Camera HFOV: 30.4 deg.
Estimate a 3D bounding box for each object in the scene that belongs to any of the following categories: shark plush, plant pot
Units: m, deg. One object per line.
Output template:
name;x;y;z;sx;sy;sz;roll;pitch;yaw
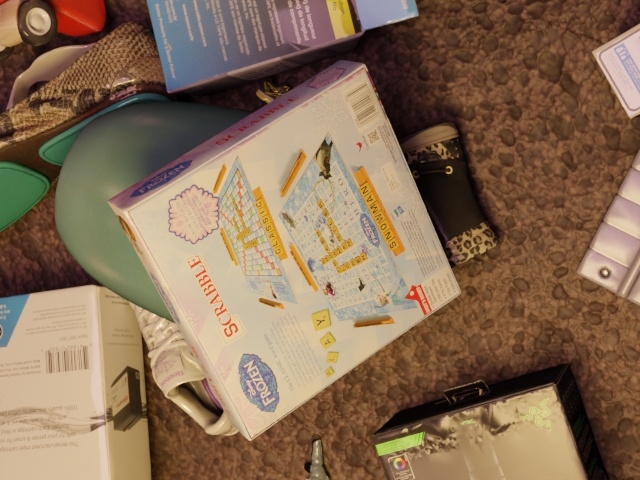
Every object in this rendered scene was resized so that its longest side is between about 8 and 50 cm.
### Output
shark plush;0.012;0.356;1.615;0.067;0.073;0.161;-13;70;1
plant pot;-0.190;-0.046;1.493;0.235;0.293;0.293;17;102;16

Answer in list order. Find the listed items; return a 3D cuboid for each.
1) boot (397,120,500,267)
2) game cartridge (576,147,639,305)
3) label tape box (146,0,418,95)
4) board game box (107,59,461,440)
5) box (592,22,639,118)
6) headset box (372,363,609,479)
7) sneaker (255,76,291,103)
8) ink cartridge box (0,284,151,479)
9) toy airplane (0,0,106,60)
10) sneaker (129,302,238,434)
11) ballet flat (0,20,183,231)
boot;0.095;-0.029;1.483;0.236;0.085;0.178;-24;90;-2
game cartridge;0.511;0.019;1.382;0.355;0.068;0.230;28;109;14
label tape box;-0.053;-0.349;1.506;0.348;0.115;0.249;-14;88;18
board game box;-0.029;0.010;1.339;0.318;0.066;0.318;-33;115;-17
box;0.459;-0.246;1.310;0.290;0.169;0.087;-31;86;19
headset box;0.229;0.310;1.475;0.246;0.131;0.283;-18;89;20
sneaker;-0.047;-0.190;1.566;0.083;0.031;0.035;30;104;14
ink cartridge box;-0.367;0.229;1.647;0.223;0.129;0.307;-8;81;19
toy airplane;-0.461;-0.451;1.529;0.386;0.384;0.272;21;64;9
sneaker;-0.183;0.128;1.588;0.114;0.152;0.305;-40;81;21
ballet flat;-0.411;-0.148;1.653;0.483;0.164;0.182;-31;64;14
